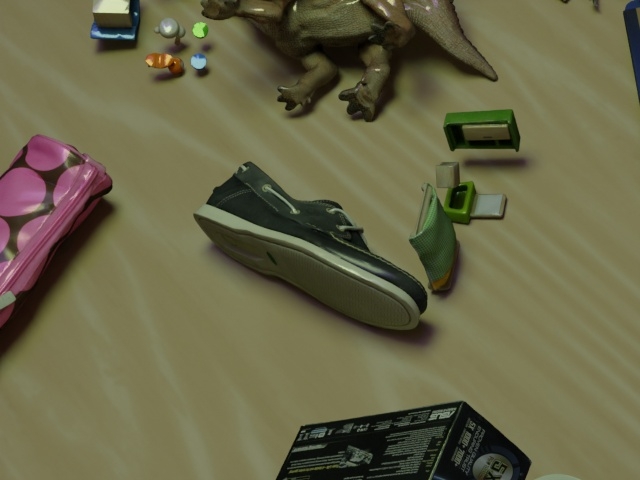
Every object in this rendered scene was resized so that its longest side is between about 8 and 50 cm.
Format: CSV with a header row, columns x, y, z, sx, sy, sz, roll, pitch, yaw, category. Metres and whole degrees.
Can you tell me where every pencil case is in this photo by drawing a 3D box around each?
x,y,z,sx,sy,sz,roll,pitch,yaw,category
-0.260,0.004,1.640,0.098,0.095,0.209,-14,39,57,pencil case

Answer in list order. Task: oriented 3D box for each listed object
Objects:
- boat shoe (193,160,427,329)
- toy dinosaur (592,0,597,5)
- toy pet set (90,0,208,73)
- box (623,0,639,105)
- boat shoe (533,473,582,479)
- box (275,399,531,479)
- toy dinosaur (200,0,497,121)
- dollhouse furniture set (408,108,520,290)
x,y,z,sx,sy,sz,roll,pitch,yaw,category
0.000,0.000,1.558,0.233,0.084,0.079,27,65,37,boat shoe
0.251,-0.229,1.702,0.082,0.090,0.047,3,92,46,toy dinosaur
-0.158,-0.209,1.807,0.114,0.065,0.122,2,74,1,toy pet set
0.328,-0.143,1.596,0.136,0.036,0.225,-11,49,10,box
0.245,0.264,1.251,0.109,0.091,0.305,-49,51,-4,boat shoe
0.039,0.199,1.335,0.180,0.077,0.147,-16,40,49,box
0.020,-0.223,1.713,0.295,0.127,0.200,7,48,17,toy dinosaur
0.120,-0.034,1.550,0.058,0.076,0.152,0,52,20,dollhouse furniture set
